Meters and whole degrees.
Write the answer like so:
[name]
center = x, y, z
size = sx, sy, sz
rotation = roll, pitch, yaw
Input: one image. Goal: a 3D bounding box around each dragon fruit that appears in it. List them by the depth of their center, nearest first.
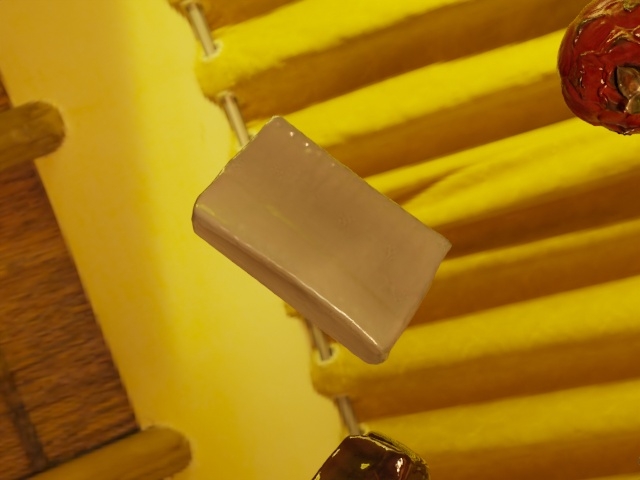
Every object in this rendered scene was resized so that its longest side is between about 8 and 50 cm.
[dragon fruit]
center = 0.348, -0.194, 1.196
size = 0.209, 0.172, 0.172
rotation = -19, -87, -52

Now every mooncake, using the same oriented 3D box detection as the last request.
[mooncake]
center = 0.051, 0.501, 1.952
size = 0.325, 0.174, 0.334
rotation = -64, -29, -4

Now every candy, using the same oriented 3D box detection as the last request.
[candy]
center = -0.002, 0.002, 1.628
size = 0.359, 0.145, 0.208
rotation = 36, -110, 1

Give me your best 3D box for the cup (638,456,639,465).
[cup]
center = 0.518, 0.275, 1.497
size = 0.095, 0.128, 0.129
rotation = 37, -117, 0
